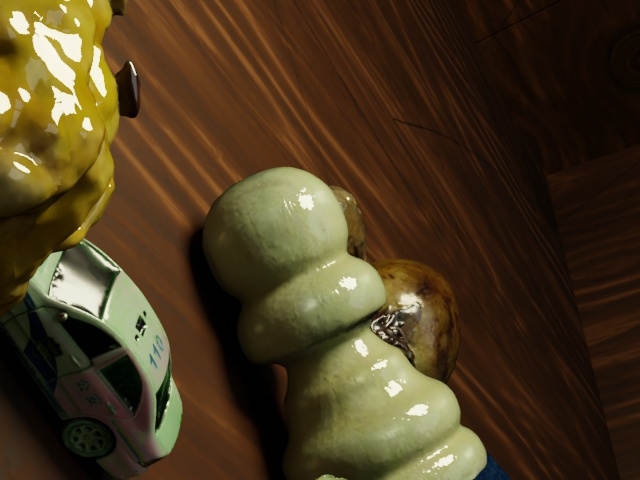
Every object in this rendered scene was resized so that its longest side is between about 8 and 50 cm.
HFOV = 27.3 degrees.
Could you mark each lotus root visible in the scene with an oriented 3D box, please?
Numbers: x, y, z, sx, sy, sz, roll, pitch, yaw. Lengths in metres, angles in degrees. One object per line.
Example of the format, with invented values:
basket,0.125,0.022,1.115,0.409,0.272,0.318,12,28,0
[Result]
lotus root,0.083,0.103,1.431,0.314,0.141,0.169,-28,127,-74

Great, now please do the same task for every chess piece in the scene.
chess piece,0.003,0.092,1.204,0.330,0.182,0.182,64,17,-1

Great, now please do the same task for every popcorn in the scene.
popcorn,-0.194,-0.051,0.697,0.253,0.191,0.190,-79,160,-74

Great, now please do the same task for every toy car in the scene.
toy car,-0.159,0.054,0.872,0.090,0.076,0.224,-80,147,-56

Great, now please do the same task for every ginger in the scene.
ginger,0.000,0.000,1.410,0.122,0.084,0.290,66,16,7

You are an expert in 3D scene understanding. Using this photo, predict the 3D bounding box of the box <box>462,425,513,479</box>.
box,0.192,0.373,1.411,0.279,0.116,0.261,46,17,1

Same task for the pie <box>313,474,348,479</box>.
pie,0.041,0.332,1.050,0.274,0.105,0.257,55,51,-16
